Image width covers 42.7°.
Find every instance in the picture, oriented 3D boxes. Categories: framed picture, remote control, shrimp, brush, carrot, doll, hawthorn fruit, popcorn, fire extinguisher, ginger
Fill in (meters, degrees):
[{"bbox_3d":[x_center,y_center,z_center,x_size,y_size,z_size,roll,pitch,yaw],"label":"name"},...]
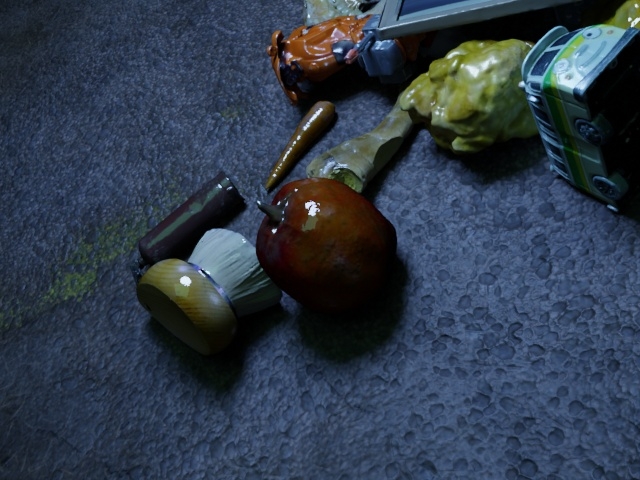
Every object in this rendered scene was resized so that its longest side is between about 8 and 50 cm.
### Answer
[{"bbox_3d":[0.332,-0.471,1.418,0.446,0.028,0.326,-7,37,19],"label":"framed picture"},{"bbox_3d":[0.464,-0.360,1.424,0.087,0.047,0.244,-12,53,16],"label":"remote control"},{"bbox_3d":[0.083,-0.542,1.732,0.247,0.085,0.360,2,65,24],"label":"shrimp"},{"bbox_3d":[-0.207,0.077,1.410,0.166,0.174,0.267,-44,30,-24],"label":"brush"},{"bbox_3d":[-0.044,-0.183,1.573,0.048,0.048,0.216,30,80,39],"label":"carrot"},{"bbox_3d":[0.212,-0.394,1.560,0.227,0.075,0.102,32,90,49],"label":"doll"},{"bbox_3d":[0.000,0.000,1.289,0.215,0.250,0.215,-30,40,29],"label":"hawthorn fruit"},{"bbox_3d":[0.267,-0.246,1.357,0.254,0.190,0.191,-29,56,2],"label":"popcorn"},{"bbox_3d":[-0.260,-0.013,1.553,0.268,0.072,0.089,-40,85,-3],"label":"fire extinguisher"},{"bbox_3d":[0.090,-0.179,1.479,0.294,0.086,0.131,-47,34,-20],"label":"ginger"}]

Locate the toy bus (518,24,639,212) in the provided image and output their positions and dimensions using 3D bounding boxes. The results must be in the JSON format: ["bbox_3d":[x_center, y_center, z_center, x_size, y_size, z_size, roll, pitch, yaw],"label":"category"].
[{"bbox_3d":[0.394,-0.185,1.190,0.133,0.276,0.165,-47,46,-9],"label":"toy bus"}]

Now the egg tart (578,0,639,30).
[{"bbox_3d":[0.554,-0.332,1.274,0.319,0.128,0.319,-6,53,8],"label":"egg tart"}]

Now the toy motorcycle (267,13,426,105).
[{"bbox_3d":[0.030,-0.356,1.554,0.326,0.147,0.221,7,48,37],"label":"toy motorcycle"}]
